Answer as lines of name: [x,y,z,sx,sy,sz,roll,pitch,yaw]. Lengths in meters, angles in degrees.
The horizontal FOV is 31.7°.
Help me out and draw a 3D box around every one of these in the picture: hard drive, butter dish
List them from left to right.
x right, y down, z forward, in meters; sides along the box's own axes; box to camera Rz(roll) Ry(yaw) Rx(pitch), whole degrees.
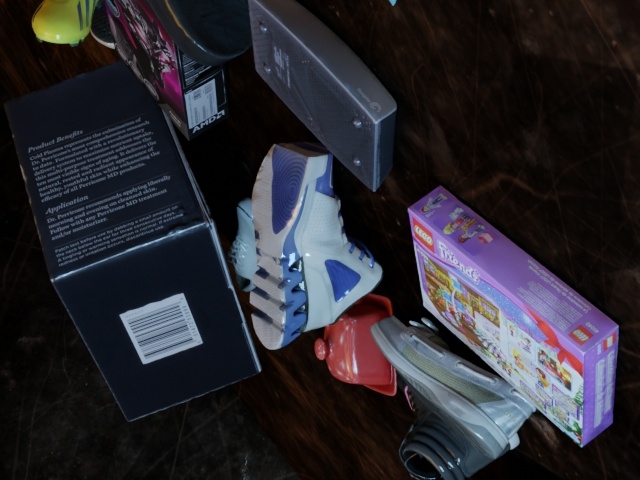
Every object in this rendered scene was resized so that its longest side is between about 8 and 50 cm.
hard drive: [0.004,-0.195,1.421,0.255,0.054,0.172,48,161,24]
butter dish: [0.048,0.168,1.806,0.160,0.118,0.160,-174,79,-68]

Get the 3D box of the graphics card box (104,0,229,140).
graphics card box: [-0.249,-0.348,1.755,0.233,0.094,0.371,49,163,20]

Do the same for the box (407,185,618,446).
box: [0.226,0.088,1.342,0.293,0.057,0.201,43,159,36]

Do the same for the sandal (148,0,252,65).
sandal: [-0.217,-0.438,1.462,0.107,0.167,0.446,-23,110,47]

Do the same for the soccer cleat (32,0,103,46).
soccer cleat: [-0.394,-0.408,1.806,0.093,0.289,0.121,14,126,-1]

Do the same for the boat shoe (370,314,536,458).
boat shoe: [0.182,0.189,1.609,0.118,0.103,0.320,52,172,-33]

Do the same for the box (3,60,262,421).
box: [-0.352,-0.001,2.152,0.480,0.297,0.472,77,171,-50]

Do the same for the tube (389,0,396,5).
tube: [0.071,-0.290,1.087,0.080,0.052,0.207,61,168,0]

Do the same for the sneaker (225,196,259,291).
sneaker: [-0.132,0.021,2.120,0.094,0.091,0.258,45,160,30]

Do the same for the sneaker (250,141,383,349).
sneaker: [0.000,0.001,1.688,0.127,0.182,0.315,32,122,49]

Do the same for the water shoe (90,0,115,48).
water shoe: [-0.396,-0.405,2.116,0.203,0.073,0.080,45,-178,42]

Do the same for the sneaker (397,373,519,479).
sneaker: [0.158,0.275,1.721,0.296,0.147,0.104,30,152,57]
